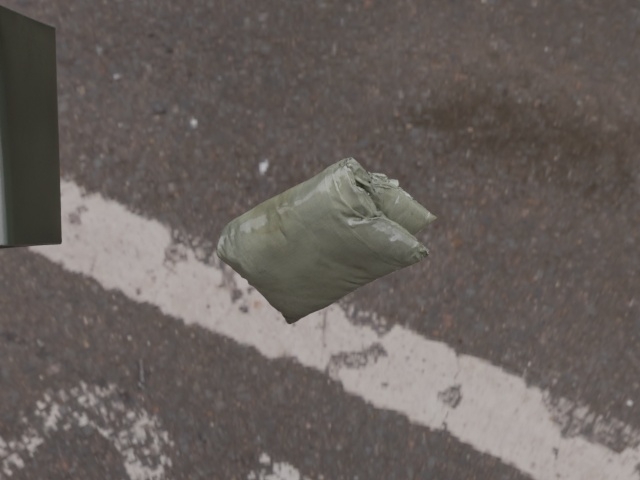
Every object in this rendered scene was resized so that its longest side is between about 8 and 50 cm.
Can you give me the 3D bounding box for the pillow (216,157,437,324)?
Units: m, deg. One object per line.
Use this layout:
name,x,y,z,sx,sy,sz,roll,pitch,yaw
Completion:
pillow,0.000,0.000,1.105,0.181,0.134,0.078,-30,41,29

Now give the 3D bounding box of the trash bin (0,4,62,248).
trash bin,-0.349,-0.109,1.207,0.122,0.164,0.241,-5,89,10
